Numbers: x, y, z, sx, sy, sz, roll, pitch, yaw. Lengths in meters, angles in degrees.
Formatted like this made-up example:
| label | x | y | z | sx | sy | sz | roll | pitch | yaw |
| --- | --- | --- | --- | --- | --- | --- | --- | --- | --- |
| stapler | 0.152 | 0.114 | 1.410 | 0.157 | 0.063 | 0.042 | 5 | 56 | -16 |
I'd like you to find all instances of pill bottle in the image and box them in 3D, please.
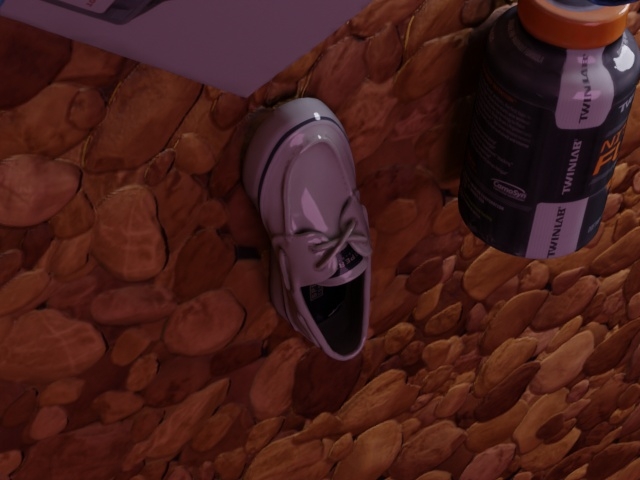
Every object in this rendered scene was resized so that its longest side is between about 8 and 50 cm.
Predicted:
| label | x | y | z | sx | sy | sz | roll | pitch | yaw |
| --- | --- | --- | --- | --- | --- | --- | --- | --- | --- |
| pill bottle | 0.193 | -0.112 | 1.420 | 0.130 | 0.130 | 0.246 | -23 | 141 | -26 |

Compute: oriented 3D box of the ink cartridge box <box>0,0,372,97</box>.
| label | x | y | z | sx | sy | sz | roll | pitch | yaw |
| --- | --- | --- | --- | --- | --- | --- | --- | --- | --- |
| ink cartridge box | -0.124 | -0.222 | 0.745 | 0.306 | 0.226 | 0.131 | 14 | 149 | -36 |

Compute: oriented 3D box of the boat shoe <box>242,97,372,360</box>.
| label | x | y | z | sx | sy | sz | roll | pitch | yaw |
| --- | --- | --- | --- | --- | --- | --- | --- | --- | --- |
| boat shoe | 0.000 | 0.000 | 1.386 | 0.096 | 0.088 | 0.267 | -26 | 142 | -22 |

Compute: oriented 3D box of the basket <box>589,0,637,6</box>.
| label | x | y | z | sx | sy | sz | roll | pitch | yaw |
| --- | --- | --- | --- | --- | --- | --- | --- | --- | --- |
| basket | 0.161 | -0.269 | 1.114 | 0.289 | 0.255 | 0.201 | -16 | 141 | -50 |
